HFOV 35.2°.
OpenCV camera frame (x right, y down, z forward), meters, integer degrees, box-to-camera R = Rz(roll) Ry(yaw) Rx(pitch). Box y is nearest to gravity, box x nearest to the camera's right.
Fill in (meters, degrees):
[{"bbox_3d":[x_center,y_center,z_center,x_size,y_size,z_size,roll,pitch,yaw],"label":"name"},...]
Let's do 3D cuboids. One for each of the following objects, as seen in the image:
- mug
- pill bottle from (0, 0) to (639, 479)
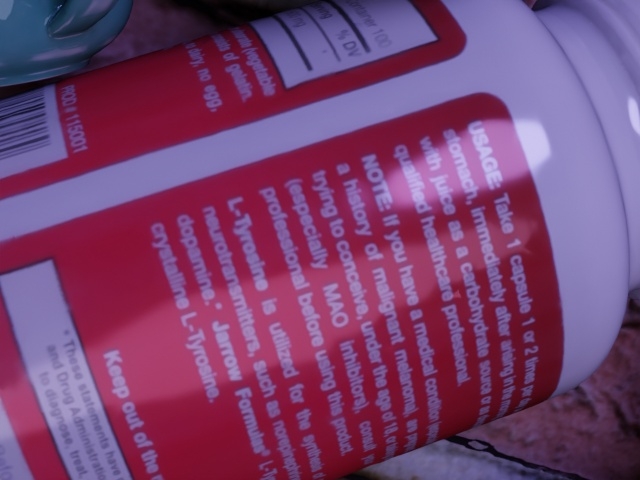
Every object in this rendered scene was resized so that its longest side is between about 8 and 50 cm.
[{"bbox_3d":[-0.148,-0.119,0.448,0.129,0.158,0.097,-10,109,-11],"label":"mug"},{"bbox_3d":[0.000,0.000,0.510,0.407,0.229,0.229,-18,117,-7],"label":"pill bottle"}]
